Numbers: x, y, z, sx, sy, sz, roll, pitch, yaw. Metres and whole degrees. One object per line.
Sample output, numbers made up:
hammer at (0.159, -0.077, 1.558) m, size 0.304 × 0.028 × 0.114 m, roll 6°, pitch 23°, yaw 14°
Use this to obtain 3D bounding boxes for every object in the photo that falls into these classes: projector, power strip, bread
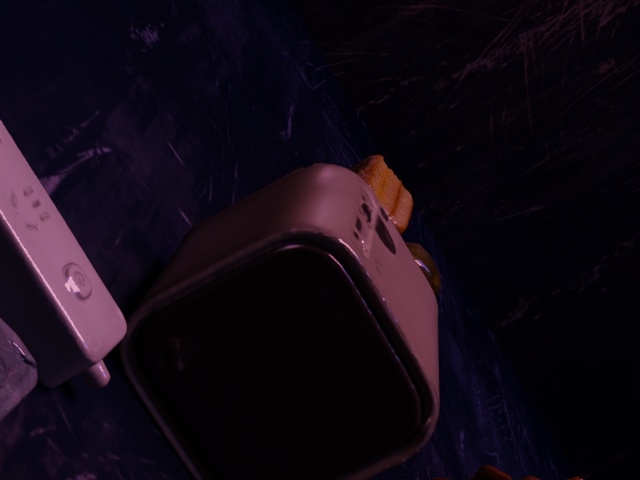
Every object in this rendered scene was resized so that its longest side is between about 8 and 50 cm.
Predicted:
projector at (-0.027, 0.091, 1.124) m, size 0.249 × 0.248 × 0.249 m, roll 59°, pitch 14°, yaw -13°
power strip at (-0.273, -0.045, 0.895) m, size 0.385 × 0.062 × 0.091 m, roll 59°, pitch 17°, yaw -8°
bread at (0.000, 0.000, 1.432) m, size 0.111 × 0.234 × 0.184 m, roll 58°, pitch 15°, yaw -8°

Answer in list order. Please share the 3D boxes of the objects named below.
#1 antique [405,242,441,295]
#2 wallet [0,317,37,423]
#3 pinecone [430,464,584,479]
antique at (0.055, 0.081, 1.499) m, size 0.081 × 0.221 × 0.080 m, roll 56°, pitch 14°, yaw -18°
wallet at (-0.290, 0.050, 0.635) m, size 0.237 × 0.075 × 0.342 m, roll 56°, pitch 15°, yaw -9°
pinecone at (0.180, 0.423, 1.065) m, size 0.384 × 0.384 × 0.384 m, roll 56°, pitch 15°, yaw -23°
